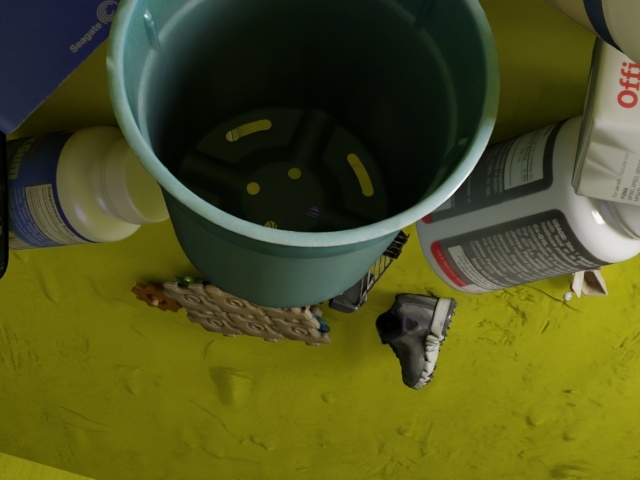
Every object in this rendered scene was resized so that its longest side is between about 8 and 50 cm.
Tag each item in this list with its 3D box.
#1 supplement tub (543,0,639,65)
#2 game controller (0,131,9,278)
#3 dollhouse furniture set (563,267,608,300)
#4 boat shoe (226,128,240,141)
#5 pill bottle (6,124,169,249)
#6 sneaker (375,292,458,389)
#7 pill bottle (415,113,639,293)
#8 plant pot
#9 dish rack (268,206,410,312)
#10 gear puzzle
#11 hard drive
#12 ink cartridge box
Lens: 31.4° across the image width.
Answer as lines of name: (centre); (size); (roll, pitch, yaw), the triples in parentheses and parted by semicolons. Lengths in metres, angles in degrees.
supplement tub: (0.167, -0.264, 0.696); (0.316, 0.228, 0.228); (45, 170, 37)
game controller: (-0.473, -0.098, 1.436); (0.167, 0.067, 0.319); (12, 109, 24)
dollhouse furniture set: (0.346, 0.058, 1.426); (0.091, 0.081, 0.114); (-3, 145, 32)
boat shoe: (-0.150, -0.138, 1.343); (0.095, 0.084, 0.258); (6, 149, 19)
pill bottle: (-0.317, -0.070, 1.482); (0.272, 0.152, 0.152); (-5, 144, 33)
sneaker: (0.132, 0.143, 1.697); (0.106, 0.078, 0.234); (17, 147, 6)
pill bottle: (0.254, -0.043, 1.219); (0.161, 0.161, 0.283); (36, 146, -31)
plant pot: (-0.026, -0.098, 1.136); (0.341, 0.341, 0.334); (16, 159, 1)
dish rack: (0.000, 0.000, 1.523); (0.208, 0.074, 0.271); (19, 149, -7)
gear puzzle: (-0.149, 0.099, 1.805); (0.339, 0.044, 0.175); (3, 150, 28)
hard drive: (-0.358, -0.276, 1.126); (0.319, 0.210, 0.040); (43, -175, -38)
ink cartridge box: (0.370, -0.122, 0.984); (0.273, 0.197, 0.114); (10, 149, 11)
